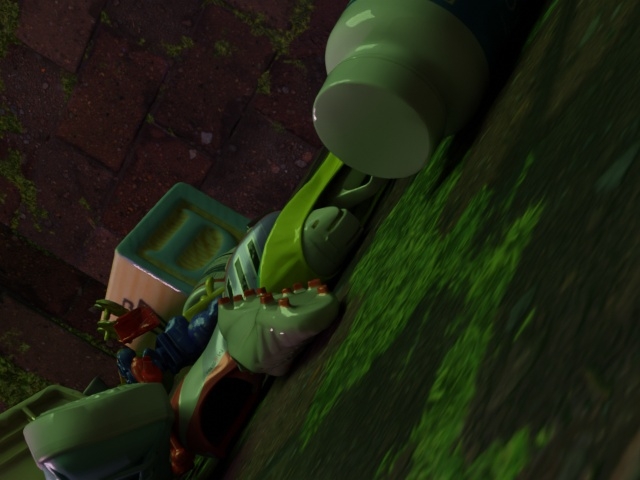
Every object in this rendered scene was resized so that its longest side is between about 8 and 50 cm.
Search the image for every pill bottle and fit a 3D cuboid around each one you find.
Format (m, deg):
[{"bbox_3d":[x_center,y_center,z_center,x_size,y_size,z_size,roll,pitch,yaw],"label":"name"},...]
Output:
[{"bbox_3d":[-0.113,0.075,1.536,0.108,0.108,0.180,-57,4,22],"label":"pill bottle"},{"bbox_3d":[0.078,-0.152,0.857,0.221,0.124,0.124,-62,5,-35],"label":"pill bottle"}]

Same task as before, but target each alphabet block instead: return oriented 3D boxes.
[{"bbox_3d":[-0.201,0.066,1.746,0.192,0.193,0.197,-52,-11,-41],"label":"alphabet block"}]

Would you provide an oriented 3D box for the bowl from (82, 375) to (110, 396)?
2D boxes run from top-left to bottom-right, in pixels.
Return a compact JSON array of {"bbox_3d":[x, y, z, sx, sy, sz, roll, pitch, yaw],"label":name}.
[{"bbox_3d":[-0.334,0.367,1.619,0.311,0.163,0.311,-57,4,7],"label":"bowl"}]

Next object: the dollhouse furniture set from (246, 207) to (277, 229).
[{"bbox_3d":[0.000,0.000,1.217,0.114,0.091,0.081,-37,-44,-18],"label":"dollhouse furniture set"}]

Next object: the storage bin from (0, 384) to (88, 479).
[{"bbox_3d":[-0.345,0.337,1.300,0.260,0.123,0.262,-31,-42,-53],"label":"storage bin"}]

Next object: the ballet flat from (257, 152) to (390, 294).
[{"bbox_3d":[0.017,-0.029,1.084,0.077,0.077,0.231,-13,38,47],"label":"ballet flat"}]

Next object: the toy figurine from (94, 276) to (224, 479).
[{"bbox_3d":[-0.118,0.136,1.325,0.217,0.191,0.362,-28,-13,-17],"label":"toy figurine"}]

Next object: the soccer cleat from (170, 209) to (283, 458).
[{"bbox_3d":[-0.067,0.091,1.092,0.095,0.083,0.248,21,83,59],"label":"soccer cleat"}]

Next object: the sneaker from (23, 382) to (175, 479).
[{"bbox_3d":[-0.182,0.238,1.062,0.135,0.150,0.366,-21,-18,-13],"label":"sneaker"}]

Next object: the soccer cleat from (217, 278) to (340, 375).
[{"bbox_3d":[-0.032,0.077,0.963,0.068,0.076,0.196,-17,3,-25],"label":"soccer cleat"}]
